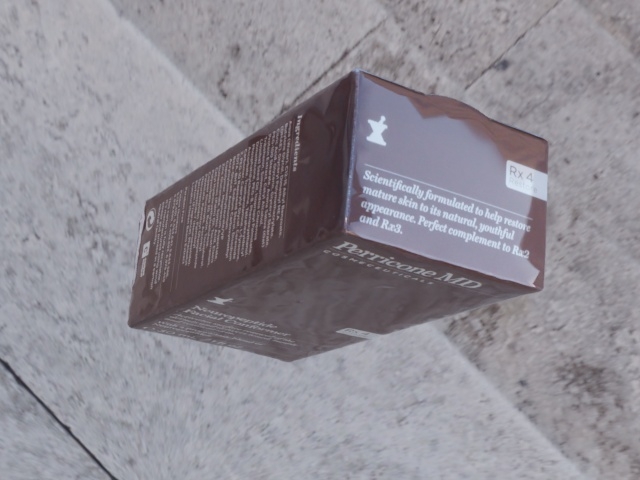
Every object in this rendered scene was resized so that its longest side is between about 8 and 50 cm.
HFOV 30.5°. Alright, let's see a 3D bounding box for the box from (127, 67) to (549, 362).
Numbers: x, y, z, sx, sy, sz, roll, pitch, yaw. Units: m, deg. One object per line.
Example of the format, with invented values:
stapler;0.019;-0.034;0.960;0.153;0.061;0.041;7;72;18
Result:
box;0.000;0.000;1.017;0.191;0.381;0.143;16;67;-28
